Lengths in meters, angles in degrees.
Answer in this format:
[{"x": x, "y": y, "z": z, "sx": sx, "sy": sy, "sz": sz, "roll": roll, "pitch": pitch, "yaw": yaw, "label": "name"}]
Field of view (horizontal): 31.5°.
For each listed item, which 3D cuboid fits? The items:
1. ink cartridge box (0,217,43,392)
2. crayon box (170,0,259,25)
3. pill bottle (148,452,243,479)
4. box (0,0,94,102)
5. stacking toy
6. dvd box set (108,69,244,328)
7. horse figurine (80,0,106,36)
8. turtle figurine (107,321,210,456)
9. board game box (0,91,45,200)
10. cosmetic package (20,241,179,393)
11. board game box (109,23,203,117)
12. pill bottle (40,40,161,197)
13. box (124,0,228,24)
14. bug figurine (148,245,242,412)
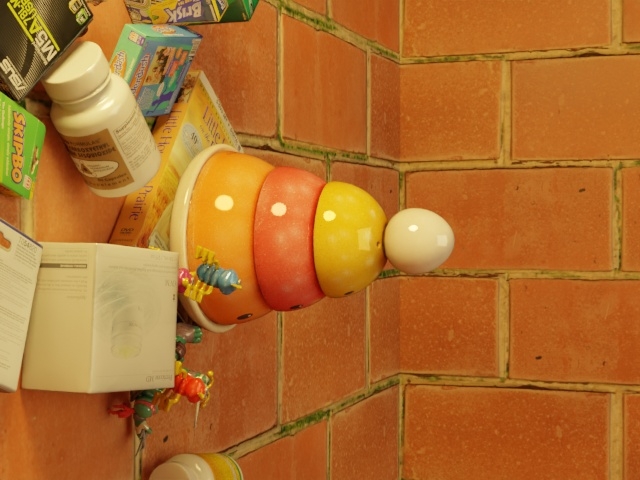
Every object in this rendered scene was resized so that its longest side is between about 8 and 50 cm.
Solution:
[{"x": -0.472, "y": 0.076, "z": 1.552, "sx": 0.223, "sy": 0.045, "sz": 0.224, "roll": 49, "pitch": 44, "yaw": -61, "label": "ink cartridge box"}, {"x": -0.230, "y": -0.522, "z": 2.031, "sx": 0.278, "sy": 0.165, "sz": 0.081, "roll": 70, "pitch": 28, "yaw": -42, "label": "crayon box"}, {"x": -0.233, "y": 0.453, "z": 2.102, "sx": 0.208, "sy": 0.118, "sz": 0.117, "roll": 25, "pitch": 67, "yaw": -68, "label": "pill bottle"}, {"x": -0.425, "y": -0.325, "z": 1.600, "sx": 0.184, "sy": 0.045, "sz": 0.190, "roll": -57, "pitch": 146, "yaw": -25, "label": "box"}, {"x": 0.000, "y": 0.000, "z": 2.030, "sx": 0.350, "sy": 0.480, "sz": 0.350, "roll": 1, "pitch": 90, "yaw": -69, "label": "stacking toy"}, {"x": -0.250, "y": -0.065, "z": 2.130, "sx": 0.307, "sy": 0.062, "sz": 0.420, "roll": 66, "pitch": 31, "yaw": -49, "label": "dvd box set"}, {"x": -0.397, "y": -0.420, "z": 1.723, "sx": 0.174, "sy": 0.066, "sz": 0.263, "roll": -61, "pitch": 145, "yaw": -54, "label": "horse figurine"}, {"x": -0.273, "y": 0.252, "z": 1.962, "sx": 0.118, "sy": 0.175, "sz": 0.234, "roll": 49, "pitch": 29, "yaw": -24, "label": "turtle figurine"}, {"x": -0.471, "y": -0.153, "z": 1.571, "sx": 0.259, "sy": 0.039, "sz": 0.124, "roll": 40, "pitch": 54, "yaw": -61, "label": "board game box"}, {"x": -0.337, "y": 0.121, "z": 1.763, "sx": 0.224, "sy": 0.138, "sz": 0.224, "roll": 9, "pitch": 83, "yaw": -63, "label": "cosmetic package"}, {"x": -0.293, "y": -0.288, "z": 1.933, "sx": 0.160, "sy": 0.047, "sz": 0.210, "roll": -63, "pitch": 167, "yaw": 17, "label": "board game box"}, {"x": -0.346, "y": -0.189, "z": 1.768, "sx": 0.229, "sy": 0.131, "sz": 0.131, "roll": 70, "pitch": 28, "yaw": -43, "label": "pill bottle"}, {"x": -0.251, "y": -0.414, "z": 1.969, "sx": 0.054, "sy": 0.169, "sz": 0.059, "roll": -69, "pitch": 152, "yaw": -43, "label": "box"}, {"x": -0.231, "y": 0.132, "z": 1.880, "sx": 0.072, "sy": 0.216, "sz": 0.279, "roll": 6, "pitch": 105, "yaw": -51, "label": "bug figurine"}]
